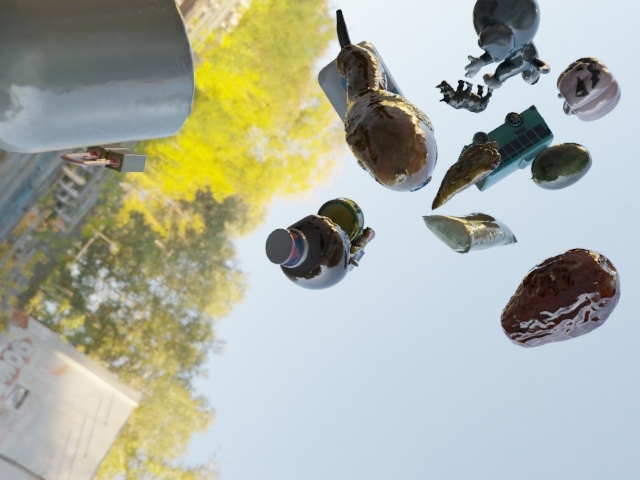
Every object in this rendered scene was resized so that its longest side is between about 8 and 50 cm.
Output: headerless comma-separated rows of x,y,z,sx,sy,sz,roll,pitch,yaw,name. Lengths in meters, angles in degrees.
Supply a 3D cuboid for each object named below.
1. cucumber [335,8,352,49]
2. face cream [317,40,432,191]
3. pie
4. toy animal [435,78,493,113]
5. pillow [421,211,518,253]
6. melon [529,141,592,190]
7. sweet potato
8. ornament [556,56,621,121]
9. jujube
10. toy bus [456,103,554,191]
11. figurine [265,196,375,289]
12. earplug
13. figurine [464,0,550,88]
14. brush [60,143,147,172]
0.057,-0.511,1.764,0.034,0.134,0.033,-18,179,5,cucumber
0.134,-0.257,1.532,0.163,0.336,0.080,-41,-164,-25,face cream
0.242,-0.115,1.159,0.170,0.034,0.092,-34,-147,56,pie
0.307,-0.315,1.526,0.047,0.136,0.065,43,-59,59,toy animal
0.362,-0.027,1.695,0.144,0.254,0.078,34,-64,34,pillow
0.612,-0.188,1.807,0.167,0.114,0.114,-23,-159,-3,melon
0.077,-0.155,0.909,0.109,0.109,0.385,-42,-154,16,sweet potato
0.748,-0.421,1.988,0.177,0.177,0.177,-40,-158,20,ornament
0.534,0.137,1.583,0.290,0.197,0.197,-46,-162,39,jujube
0.531,-0.262,2.008,0.256,0.147,0.128,-31,164,-11,toy bus
0.000,0.009,1.363,0.161,0.158,0.275,2,-168,20,figurine
-0.467,-0.316,1.256,0.394,0.312,0.313,-16,177,-38,earplug
0.354,-0.365,1.317,0.193,0.265,0.140,-54,-143,-8,figurine
-0.494,-0.187,1.581,0.233,0.103,0.047,-22,132,-73,brush
